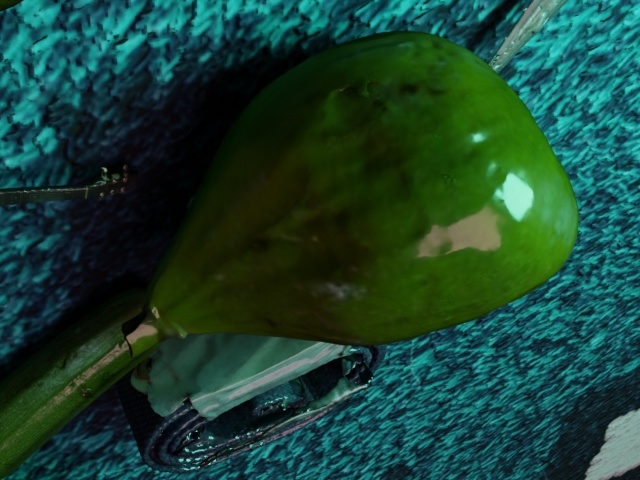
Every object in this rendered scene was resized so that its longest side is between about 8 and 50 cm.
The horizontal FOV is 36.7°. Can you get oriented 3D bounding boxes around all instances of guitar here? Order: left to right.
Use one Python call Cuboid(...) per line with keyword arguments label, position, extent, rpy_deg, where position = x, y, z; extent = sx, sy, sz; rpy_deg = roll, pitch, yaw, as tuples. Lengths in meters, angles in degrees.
Cuboid(label="guitar", position=(-0.234, -0.034, 0.645), extent=(0.233, 0.025, 0.088), rpy_deg=(-7, 134, -31))

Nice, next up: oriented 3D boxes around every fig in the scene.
Cuboid(label="fig", position=(0.012, -0.024, 0.673), extent=(0.314, 0.233, 0.233), rpy_deg=(-13, 137, -17))

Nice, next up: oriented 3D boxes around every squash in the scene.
Cuboid(label="squash", position=(-0.218, 0.120, 0.787), extent=(0.229, 0.066, 0.066), rpy_deg=(-39, 141, 5))

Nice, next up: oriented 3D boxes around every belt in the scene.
Cuboid(label="belt", position=(-0.058, 0.115, 0.842), extent=(0.230, 0.126, 0.140), rpy_deg=(-24, 142, -10))

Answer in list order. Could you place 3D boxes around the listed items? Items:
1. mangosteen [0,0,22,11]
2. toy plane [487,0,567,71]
Cuboid(label="mangosteen", position=(-0.195, -0.172, 0.308), extent=(0.297, 0.297, 0.313), rpy_deg=(-19, 96, -17))
Cuboid(label="toy plane", position=(0.185, -0.221, 0.717), extent=(0.226, 0.058, 0.226), rpy_deg=(-13, 136, -28))
